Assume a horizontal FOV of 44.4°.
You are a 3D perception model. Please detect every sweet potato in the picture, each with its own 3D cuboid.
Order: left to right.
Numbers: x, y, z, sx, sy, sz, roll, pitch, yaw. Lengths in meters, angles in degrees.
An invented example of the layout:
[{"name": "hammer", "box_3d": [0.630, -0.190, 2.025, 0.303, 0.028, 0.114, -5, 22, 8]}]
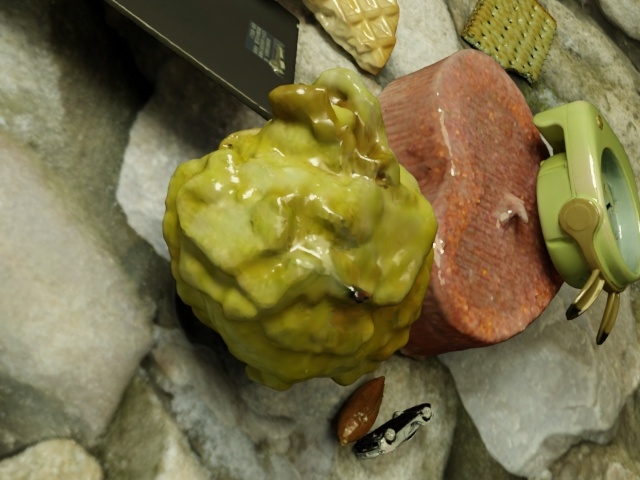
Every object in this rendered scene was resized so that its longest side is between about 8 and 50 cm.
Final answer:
[{"name": "sweet potato", "box_3d": [0.037, 0.158, 0.723, 0.034, 0.034, 0.095, 53, 42, -6]}]

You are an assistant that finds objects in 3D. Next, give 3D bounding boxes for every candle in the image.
[{"name": "candle", "box_3d": [0.178, -0.024, 0.833, 0.287, 0.131, 0.317, 25, 64, -38]}]

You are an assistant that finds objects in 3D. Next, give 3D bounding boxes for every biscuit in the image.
[{"name": "biscuit", "box_3d": [-0.018, -0.344, 0.896, 0.309, 0.040, 0.204, 36, 50, -19]}, {"name": "biscuit", "box_3d": [0.278, -0.302, 1.124, 0.144, 0.016, 0.203, 41, 50, -16]}]

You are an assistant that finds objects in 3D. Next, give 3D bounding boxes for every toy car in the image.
[{"name": "toy car", "box_3d": [0.073, 0.178, 0.737, 0.093, 0.041, 0.025, -19, 86, -40]}]

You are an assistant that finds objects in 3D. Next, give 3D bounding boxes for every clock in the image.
[{"name": "clock", "box_3d": [0.281, -0.016, 0.815, 0.170, 0.069, 0.232, 35, 51, -46]}]

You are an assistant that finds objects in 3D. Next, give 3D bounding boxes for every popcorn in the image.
[{"name": "popcorn", "box_3d": [0.000, 0.000, 0.629, 0.233, 0.192, 0.266, -10, 116, -31]}]

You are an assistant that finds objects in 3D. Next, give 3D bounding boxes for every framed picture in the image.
[{"name": "framed picture", "box_3d": [-0.157, -0.253, 0.703, 0.339, 0.014, 0.255, 34, 29, -22]}]

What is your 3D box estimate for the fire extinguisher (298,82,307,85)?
[{"name": "fire extinguisher", "box_3d": [0.027, -0.124, 0.837, 0.132, 0.039, 0.056, 21, 66, -29]}]
